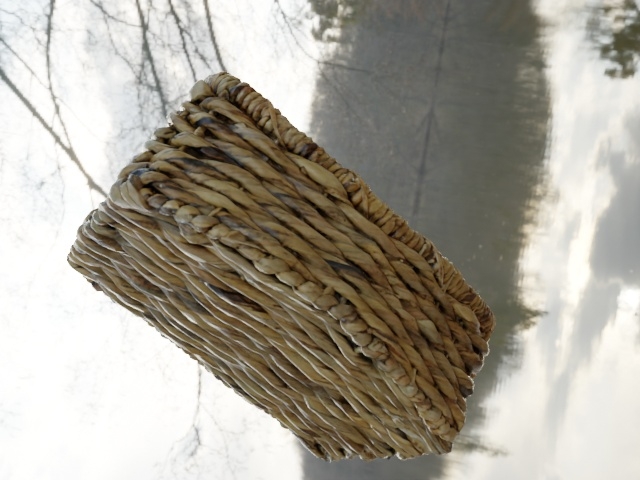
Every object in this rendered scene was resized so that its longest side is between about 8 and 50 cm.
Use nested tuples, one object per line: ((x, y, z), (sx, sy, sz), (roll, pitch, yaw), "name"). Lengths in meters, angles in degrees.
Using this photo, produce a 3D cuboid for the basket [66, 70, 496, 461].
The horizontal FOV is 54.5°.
((0.000, 0.000, 0.493), (0.213, 0.299, 0.223), (-33, 20, 53), "basket")
